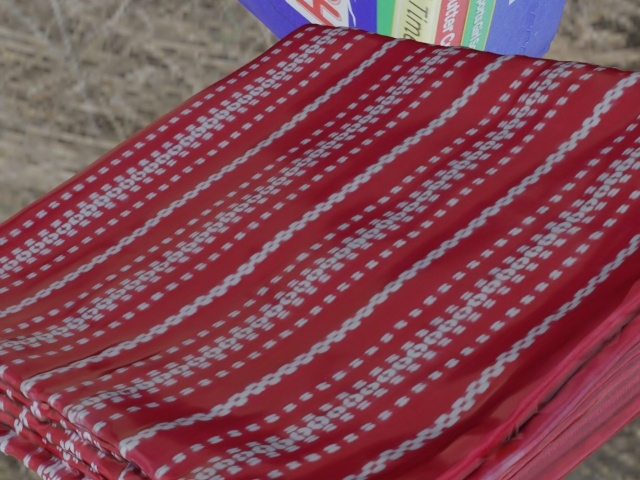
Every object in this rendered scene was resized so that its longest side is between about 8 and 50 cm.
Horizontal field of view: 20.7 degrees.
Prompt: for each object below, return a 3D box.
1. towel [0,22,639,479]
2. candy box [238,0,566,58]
[{"bbox_3d":[0.000,0.000,0.474,0.199,0.275,0.031,-35,117,-22],"label":"towel"},{"bbox_3d":[-0.014,-0.232,0.861,0.317,0.122,0.268,43,159,17],"label":"candy box"}]
